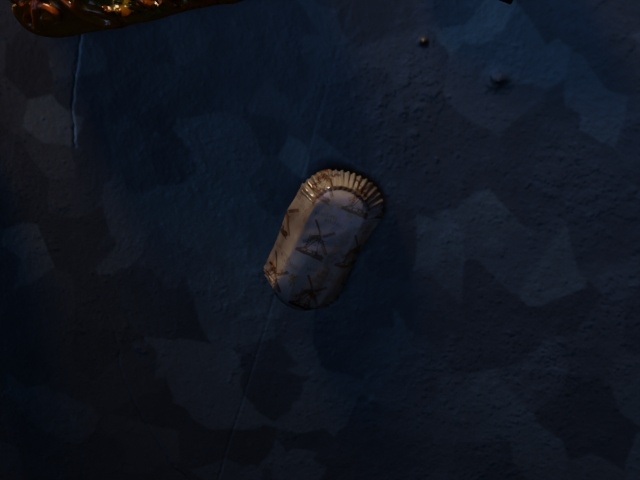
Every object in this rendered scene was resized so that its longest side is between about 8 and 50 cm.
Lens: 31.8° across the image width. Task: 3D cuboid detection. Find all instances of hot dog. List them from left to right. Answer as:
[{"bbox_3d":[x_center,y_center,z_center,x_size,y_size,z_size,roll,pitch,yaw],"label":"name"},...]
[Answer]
[{"bbox_3d":[-0.209,-0.314,1.245,0.349,0.117,0.158,-4,113,19],"label":"hot dog"},{"bbox_3d":[0.000,0.000,1.357,0.108,0.059,0.191,23,116,-8],"label":"hot dog"}]

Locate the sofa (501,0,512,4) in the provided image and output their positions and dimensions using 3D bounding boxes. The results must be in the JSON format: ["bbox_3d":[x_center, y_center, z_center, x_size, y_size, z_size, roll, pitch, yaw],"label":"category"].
[{"bbox_3d":[0.150,-0.315,1.172,0.147,0.060,0.085,21,135,8],"label":"sofa"}]
